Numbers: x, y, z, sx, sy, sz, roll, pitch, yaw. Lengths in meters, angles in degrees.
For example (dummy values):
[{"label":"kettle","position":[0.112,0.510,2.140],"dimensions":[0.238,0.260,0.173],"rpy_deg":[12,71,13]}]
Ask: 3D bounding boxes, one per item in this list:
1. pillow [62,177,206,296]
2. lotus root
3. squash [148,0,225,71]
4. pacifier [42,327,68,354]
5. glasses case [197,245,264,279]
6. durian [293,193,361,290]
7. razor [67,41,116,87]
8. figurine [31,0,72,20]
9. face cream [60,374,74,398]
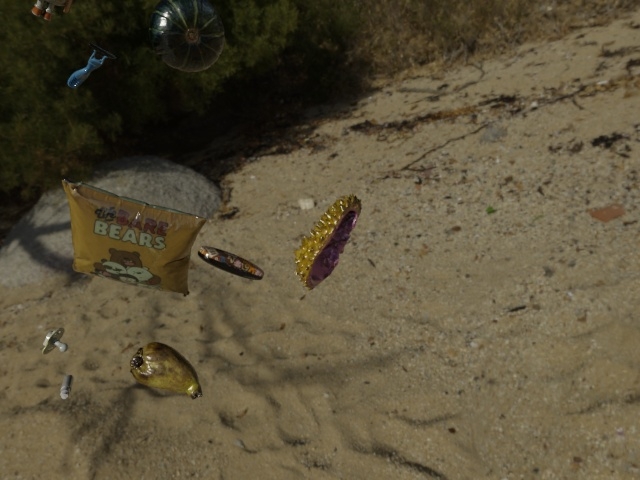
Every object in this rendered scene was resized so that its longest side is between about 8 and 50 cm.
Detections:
[{"label":"pillow","position":[-0.454,0.009,1.095],"dimensions":[0.310,0.312,0.119],"rpy_deg":[17,42,-10]},{"label":"lotus root","position":[-0.370,0.324,1.104],"dimensions":[0.108,0.191,0.094],"rpy_deg":[-55,12,15]},{"label":"squash","position":[-0.452,-0.703,1.533],"dimensions":[0.252,0.252,0.165],"rpy_deg":[-23,38,-19]},{"label":"pacifier","position":[-0.698,0.273,1.200],"dimensions":[0.083,0.064,0.068],"rpy_deg":[-58,-5,12]},{"label":"glasses case","position":[-0.393,0.103,2.000],"dimensions":[0.321,0.082,0.122],"rpy_deg":[25,4,-35]},{"label":"durian","position":[0.001,0.000,1.373],"dimensions":[0.112,0.341,0.191],"rpy_deg":[36,21,27]},{"label":"razor","position":[-0.748,-0.545,1.435],"dimensions":[0.253,0.042,0.082],"rpy_deg":[-11,-23,41]},{"label":"figurine","position":[-0.864,-0.846,1.462],"dimensions":[0.271,0.143,0.143],"rpy_deg":[-34,7,33]},{"label":"face cream","position":[-0.898,0.519,1.593],"dimensions":[0.034,0.034,0.130],"rpy_deg":[-23,19,-18]}]
